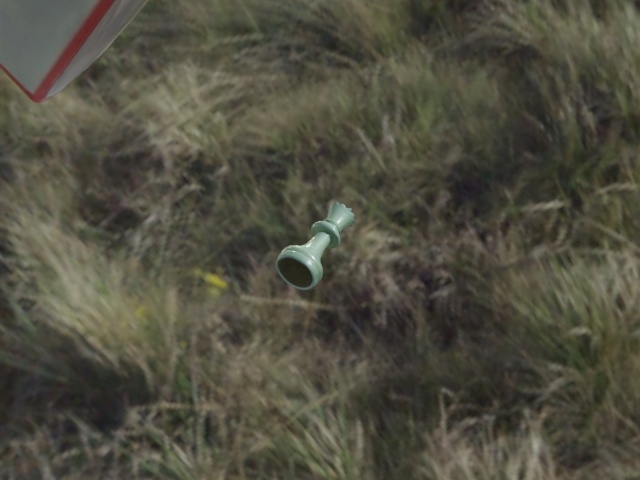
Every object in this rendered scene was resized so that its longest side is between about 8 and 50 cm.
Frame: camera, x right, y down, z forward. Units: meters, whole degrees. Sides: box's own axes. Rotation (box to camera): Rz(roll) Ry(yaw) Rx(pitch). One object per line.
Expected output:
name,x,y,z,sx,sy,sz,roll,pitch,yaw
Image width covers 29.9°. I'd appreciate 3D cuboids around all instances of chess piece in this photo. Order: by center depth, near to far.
chess piece,0.000,0.000,1.058,0.042,0.042,0.093,3,39,35

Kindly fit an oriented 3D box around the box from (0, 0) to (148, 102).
box,-0.129,-0.328,0.685,0.300,0.314,0.312,-49,9,-34
